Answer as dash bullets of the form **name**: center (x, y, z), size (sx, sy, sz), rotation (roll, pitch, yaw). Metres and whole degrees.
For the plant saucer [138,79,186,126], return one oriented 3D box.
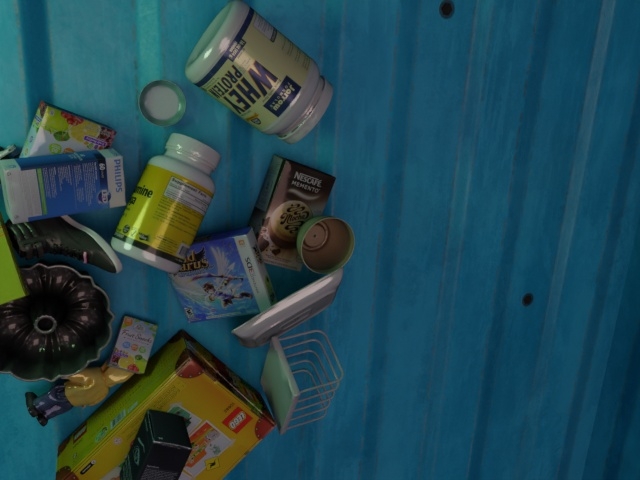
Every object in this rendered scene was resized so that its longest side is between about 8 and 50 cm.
- **plant saucer**: center (-0.414, -0.359, 1.479), size (0.120, 0.021, 0.119), rotation (-6, 108, -20)

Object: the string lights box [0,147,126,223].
- **string lights box**: center (-0.605, -0.133, 1.344), size (0.260, 0.077, 0.133), rotation (-14, 122, -35)

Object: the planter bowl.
- **planter bowl**: center (0.000, 0.000, 1.583), size (0.162, 0.109, 0.161), rotation (-8, 111, -23)

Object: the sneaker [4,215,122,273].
- **sneaker**: center (-0.639, 0.020, 1.386), size (0.296, 0.104, 0.147), rotation (36, 51, 1)

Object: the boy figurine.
- **boy figurine**: center (-0.662, 0.401, 1.575), size (0.285, 0.092, 0.177), rotation (-28, 138, -14)

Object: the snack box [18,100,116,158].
- **snack box**: center (-0.627, -0.210, 1.389), size (0.175, 0.070, 0.207), rotation (17, 102, -44)

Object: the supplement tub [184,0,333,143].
- **supplement tub**: center (-0.152, -0.419, 1.446), size (0.325, 0.235, 0.235), rotation (33, 92, -27)

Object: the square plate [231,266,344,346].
- **square plate**: center (-0.083, 0.214, 1.645), size (0.344, 0.347, 0.049), rotation (-30, 77, -11)

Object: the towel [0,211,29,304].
- **towel**: center (-0.757, 0.029, 1.330), size (0.102, 0.021, 0.237), rotation (-17, 91, 25)

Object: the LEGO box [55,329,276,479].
- **LEGO box**: center (-0.448, 0.578, 1.670), size (0.500, 0.193, 0.372), rotation (-44, 117, -4)

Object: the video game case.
- **video game case**: center (-0.285, 0.102, 1.588), size (0.270, 0.061, 0.244), rotation (-11, 113, 14)

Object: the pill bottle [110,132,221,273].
- **pill bottle**: center (-0.389, -0.098, 1.465), size (0.188, 0.188, 0.333), rotation (27, 82, -27)

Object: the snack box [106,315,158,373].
- **snack box**: center (-0.529, 0.295, 1.595), size (0.100, 0.037, 0.141), rotation (25, 62, -28)

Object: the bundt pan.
- **bundt pan**: center (-0.713, 0.195, 1.479), size (0.331, 0.124, 0.330), rotation (-6, 109, -19)

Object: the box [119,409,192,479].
- **box**: center (-0.434, 0.578, 1.481), size (0.108, 0.153, 0.207), rotation (23, 97, -26)

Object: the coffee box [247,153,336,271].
- **coffee box**: center (-0.097, -0.080, 1.643), size (0.168, 0.119, 0.297), rotation (16, 100, -26)

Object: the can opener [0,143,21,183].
- **can opener**: center (-0.835, -0.139, 1.348), size (0.280, 0.074, 0.093), rotation (-34, 116, -9)

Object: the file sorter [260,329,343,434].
- **file sorter**: center (-0.058, 0.423, 1.720), size (0.173, 0.192, 0.277), rotation (-11, 144, -23)
